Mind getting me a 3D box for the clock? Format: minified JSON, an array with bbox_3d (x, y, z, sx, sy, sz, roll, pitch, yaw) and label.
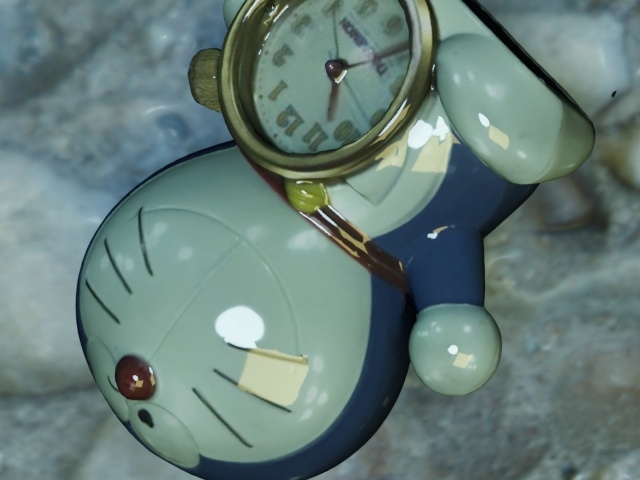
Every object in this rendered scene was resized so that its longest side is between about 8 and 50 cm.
[{"bbox_3d":[0.000,0.000,0.656,0.243,0.199,0.146,-48,155,14],"label":"clock"}]
